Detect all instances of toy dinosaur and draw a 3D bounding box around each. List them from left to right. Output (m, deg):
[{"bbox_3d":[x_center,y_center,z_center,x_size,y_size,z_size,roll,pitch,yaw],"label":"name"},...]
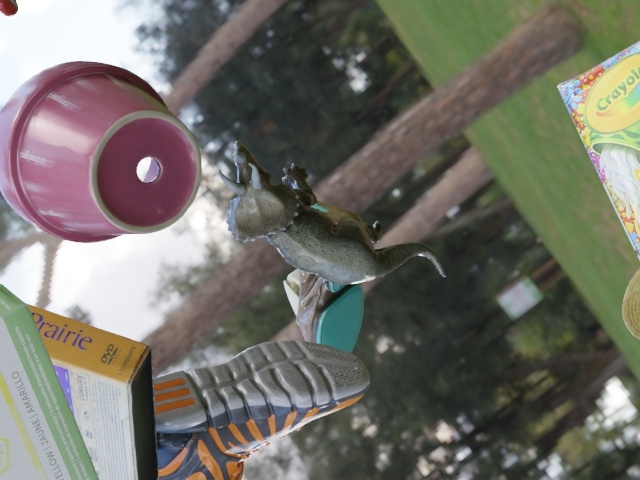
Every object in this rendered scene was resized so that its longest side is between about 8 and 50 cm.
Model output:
[{"bbox_3d":[0.000,0.000,1.610,0.313,0.121,0.160,34,-158,-11],"label":"toy dinosaur"}]

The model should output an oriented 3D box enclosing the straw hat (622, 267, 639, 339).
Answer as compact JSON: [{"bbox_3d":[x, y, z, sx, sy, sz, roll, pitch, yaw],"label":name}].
[{"bbox_3d":[0.409,0.071,1.472,0.061,0.144,0.144,41,-166,-33],"label":"straw hat"}]

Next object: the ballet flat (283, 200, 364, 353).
[{"bbox_3d":[-0.002,0.058,2.058,0.124,0.116,0.342,38,151,27],"label":"ballet flat"}]

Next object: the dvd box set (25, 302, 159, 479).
[{"bbox_3d":[-0.392,0.159,1.554,0.420,0.062,0.308,17,142,10],"label":"dvd box set"}]

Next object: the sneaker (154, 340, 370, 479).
[{"bbox_3d":[-0.092,0.244,1.767,0.125,0.321,0.180,-120,26,-52],"label":"sneaker"}]

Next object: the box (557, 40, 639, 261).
[{"bbox_3d":[0.345,-0.036,0.778,0.177,0.290,0.279,-9,-107,-58],"label":"box"}]

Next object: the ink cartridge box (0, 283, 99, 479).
[{"bbox_3d":[-0.270,0.154,0.850,0.056,0.235,0.171,27,140,52],"label":"ink cartridge box"}]

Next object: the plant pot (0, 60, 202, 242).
[{"bbox_3d":[-0.224,-0.086,1.431,0.201,0.201,0.180,46,165,-32],"label":"plant pot"}]

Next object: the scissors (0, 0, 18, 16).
[{"bbox_3d":[-0.373,-0.319,1.292,0.109,0.021,0.297,64,-174,31],"label":"scissors"}]
